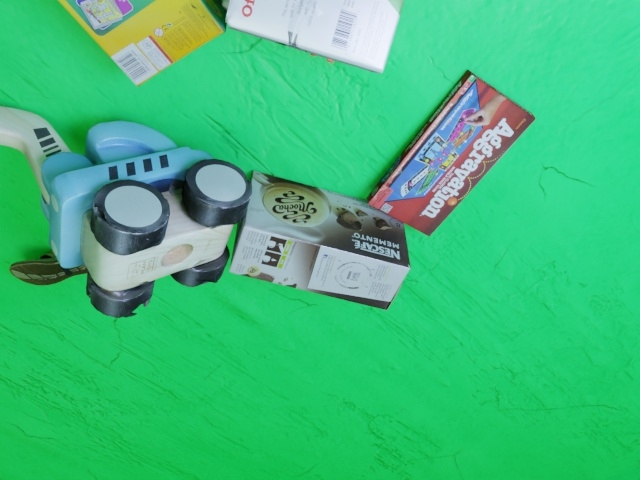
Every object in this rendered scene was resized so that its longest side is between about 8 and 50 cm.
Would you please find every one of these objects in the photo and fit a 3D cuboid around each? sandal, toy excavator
[{"bbox_3d":[-0.530,0.045,1.221,0.180,0.049,0.072,-14,136,-6],"label":"sandal"},{"bbox_3d":[-0.397,-0.104,0.988,0.433,0.445,0.222,-19,151,-35],"label":"toy excavator"}]

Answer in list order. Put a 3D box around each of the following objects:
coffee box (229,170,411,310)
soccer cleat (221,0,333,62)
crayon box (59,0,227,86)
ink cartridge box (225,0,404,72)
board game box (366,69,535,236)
[{"bbox_3d":[0.000,0.000,1.093,0.297,0.168,0.119,15,129,-11],"label":"coffee box"},{"bbox_3d":[-0.045,-0.327,0.886,0.196,0.068,0.076,19,103,-9],"label":"soccer cleat"},{"bbox_3d":[-0.274,-0.368,0.816,0.165,0.081,0.278,-25,131,18],"label":"crayon box"},{"bbox_3d":[-0.003,-0.333,0.807,0.219,0.092,0.160,14,105,-11],"label":"ink cartridge box"},{"bbox_3d":[0.220,-0.139,1.044,0.145,0.027,0.281,26,120,-22],"label":"board game box"}]
